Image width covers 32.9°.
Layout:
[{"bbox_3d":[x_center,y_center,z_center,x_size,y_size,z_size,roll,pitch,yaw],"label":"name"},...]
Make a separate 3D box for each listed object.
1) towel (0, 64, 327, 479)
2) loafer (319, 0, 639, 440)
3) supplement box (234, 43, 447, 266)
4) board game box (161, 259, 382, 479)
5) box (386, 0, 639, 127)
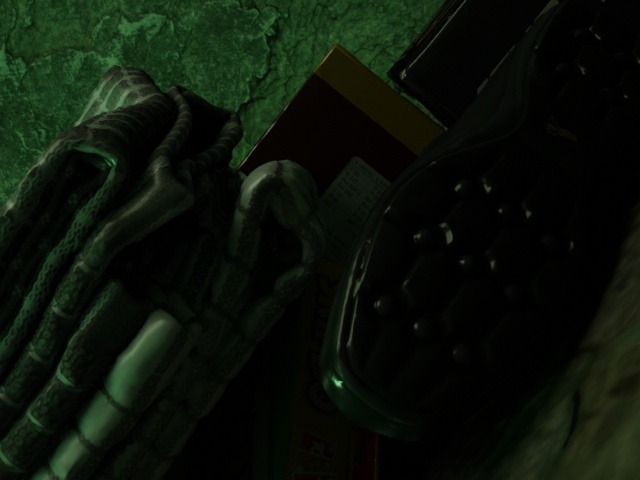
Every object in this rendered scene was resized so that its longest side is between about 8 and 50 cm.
[{"bbox_3d":[-0.121,0.059,0.455,0.284,0.121,0.235,-53,6,7],"label":"towel"},{"bbox_3d":[0.064,-0.007,0.400,0.223,0.076,0.078,-52,-7,-41],"label":"loafer"},{"bbox_3d":[0.000,0.000,0.662,0.194,0.129,0.191,-51,3,7],"label":"supplement box"},{"bbox_3d":[-0.039,0.108,0.483,0.259,0.039,0.124,-44,34,52],"label":"board game box"},{"bbox_3d":[0.178,-0.202,0.716,0.318,0.097,0.395,-48,3,9],"label":"box"}]
